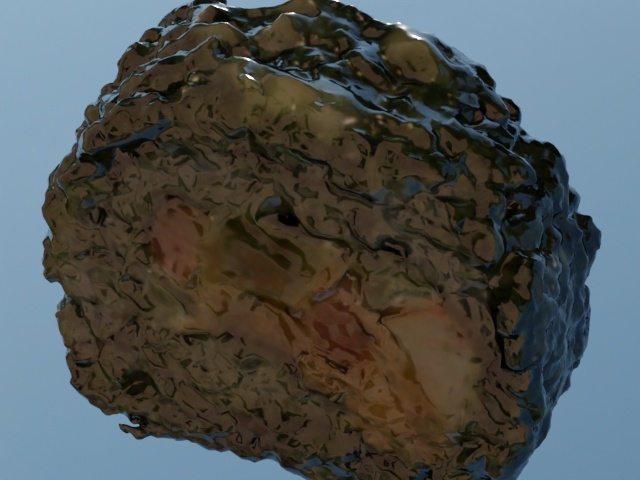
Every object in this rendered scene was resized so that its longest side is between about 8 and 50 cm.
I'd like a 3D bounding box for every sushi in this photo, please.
[{"bbox_3d":[0.000,0.000,1.131,0.352,0.178,0.294,16,-53,15],"label":"sushi"}]
